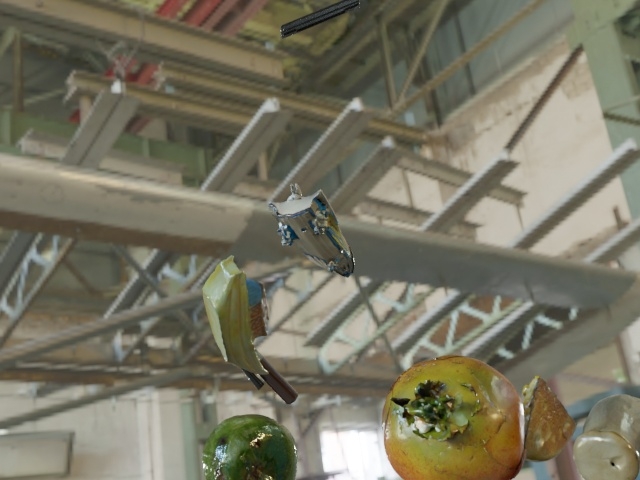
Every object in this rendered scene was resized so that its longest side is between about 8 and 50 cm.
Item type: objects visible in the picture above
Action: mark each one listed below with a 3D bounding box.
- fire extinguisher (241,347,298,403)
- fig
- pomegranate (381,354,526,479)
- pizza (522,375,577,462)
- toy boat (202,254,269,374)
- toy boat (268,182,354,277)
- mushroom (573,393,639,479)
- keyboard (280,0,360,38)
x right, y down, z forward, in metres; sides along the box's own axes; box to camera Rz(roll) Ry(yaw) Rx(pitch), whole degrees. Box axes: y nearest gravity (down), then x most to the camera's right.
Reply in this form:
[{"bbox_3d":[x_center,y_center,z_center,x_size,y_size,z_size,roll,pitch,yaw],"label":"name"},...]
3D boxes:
[{"bbox_3d":[-0.109,0.230,1.754,0.049,0.173,0.035,-40,16,2],"label":"fire extinguisher"},{"bbox_3d":[-0.163,0.433,1.936,0.203,0.203,0.235,9,-10,-36],"label":"fig"},{"bbox_3d":[0.182,0.260,1.377,0.210,0.210,0.235,-16,-26,17],"label":"pomegranate"},{"bbox_3d":[0.337,0.277,1.531,0.041,0.131,0.178,-13,7,43],"label":"pizza"},{"bbox_3d":[-0.088,0.090,1.104,0.066,0.065,0.172,-23,-46,-18],"label":"toy boat"},{"bbox_3d":[0.000,0.000,1.442,0.084,0.066,0.210,-15,-38,20],"label":"toy boat"},{"bbox_3d":[0.410,0.269,1.359,0.096,0.108,0.247,-20,-10,28],"label":"mushroom"},{"bbox_3d":[0.000,-0.518,2.284,0.202,0.011,0.067,-24,-13,-7],"label":"keyboard"}]
